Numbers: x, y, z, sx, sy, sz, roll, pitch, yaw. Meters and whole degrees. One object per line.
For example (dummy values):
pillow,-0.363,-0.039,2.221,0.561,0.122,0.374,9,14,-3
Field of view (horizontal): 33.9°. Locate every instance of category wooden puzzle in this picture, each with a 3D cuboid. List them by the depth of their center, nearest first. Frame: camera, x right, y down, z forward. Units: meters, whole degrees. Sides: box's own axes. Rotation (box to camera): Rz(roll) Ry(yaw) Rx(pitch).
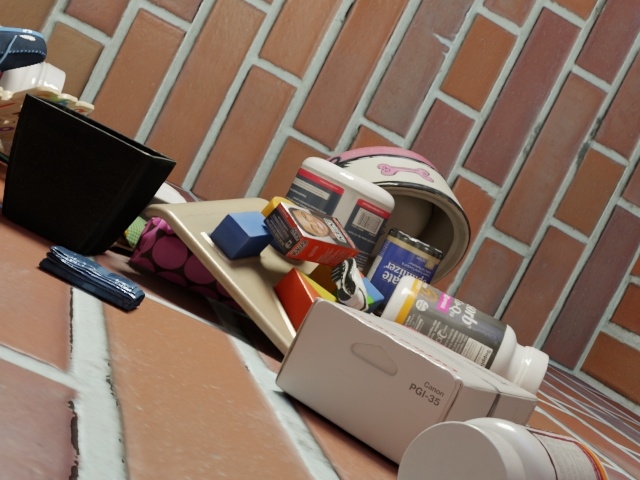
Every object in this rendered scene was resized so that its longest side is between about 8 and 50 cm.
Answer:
wooden puzzle,-0.044,0.038,1.521,0.348,0.080,0.322,42,19,15

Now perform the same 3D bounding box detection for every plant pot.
plant pot,-0.332,-0.081,1.451,0.187,0.167,0.188,26,2,1

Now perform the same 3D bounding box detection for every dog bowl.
dog bowl,0.109,-0.037,2.260,0.408,0.408,0.150,25,42,-35

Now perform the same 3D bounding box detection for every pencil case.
pencil case,-0.176,0.032,1.573,0.209,0.098,0.095,28,-41,-22

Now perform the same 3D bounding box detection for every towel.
towel,-0.263,0.042,1.221,0.119,0.029,0.067,26,2,0

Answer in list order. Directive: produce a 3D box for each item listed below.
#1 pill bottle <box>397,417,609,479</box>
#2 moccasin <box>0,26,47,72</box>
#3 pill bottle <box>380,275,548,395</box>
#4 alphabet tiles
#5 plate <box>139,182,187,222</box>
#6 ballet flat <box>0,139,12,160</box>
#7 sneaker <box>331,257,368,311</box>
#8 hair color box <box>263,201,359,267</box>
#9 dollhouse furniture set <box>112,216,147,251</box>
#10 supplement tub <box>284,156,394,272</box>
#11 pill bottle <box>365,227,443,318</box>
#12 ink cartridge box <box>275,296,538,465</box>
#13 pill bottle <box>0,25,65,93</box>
pill bottle,0.164,0.220,0.920,0.121,0.121,0.221,29,3,38
moccasin,-0.704,-0.331,2.050,0.342,0.116,0.137,-12,-15,-17
pill bottle,0.227,0.186,1.756,0.278,0.162,0.162,27,3,4
alphabet tiles,-0.546,-0.215,1.790,0.278,0.021,0.284,-11,-9,16
plate,-0.365,-0.098,2.008,0.278,0.045,0.277,27,-14,0
ballet flat,-0.623,-0.223,2.020,0.316,0.106,0.107,27,3,14
sneaker,0.043,0.065,1.481,0.043,0.040,0.109,49,19,-28
hair color box,-0.011,-0.006,1.506,0.141,0.043,0.072,13,36,-54
dollhouse furniture set,-0.328,-0.085,1.706,0.301,0.151,0.198,29,4,41
supplement tub,0.000,0.000,1.940,0.191,0.272,0.191,27,2,-1
pill bottle,0.150,0.095,2.135,0.123,0.219,0.123,26,3,-1
ink cartridge box,0.107,0.177,1.235,0.207,0.117,0.283,28,3,30
pill bottle,-0.764,-0.372,2.217,0.408,0.229,0.229,26,3,-25
